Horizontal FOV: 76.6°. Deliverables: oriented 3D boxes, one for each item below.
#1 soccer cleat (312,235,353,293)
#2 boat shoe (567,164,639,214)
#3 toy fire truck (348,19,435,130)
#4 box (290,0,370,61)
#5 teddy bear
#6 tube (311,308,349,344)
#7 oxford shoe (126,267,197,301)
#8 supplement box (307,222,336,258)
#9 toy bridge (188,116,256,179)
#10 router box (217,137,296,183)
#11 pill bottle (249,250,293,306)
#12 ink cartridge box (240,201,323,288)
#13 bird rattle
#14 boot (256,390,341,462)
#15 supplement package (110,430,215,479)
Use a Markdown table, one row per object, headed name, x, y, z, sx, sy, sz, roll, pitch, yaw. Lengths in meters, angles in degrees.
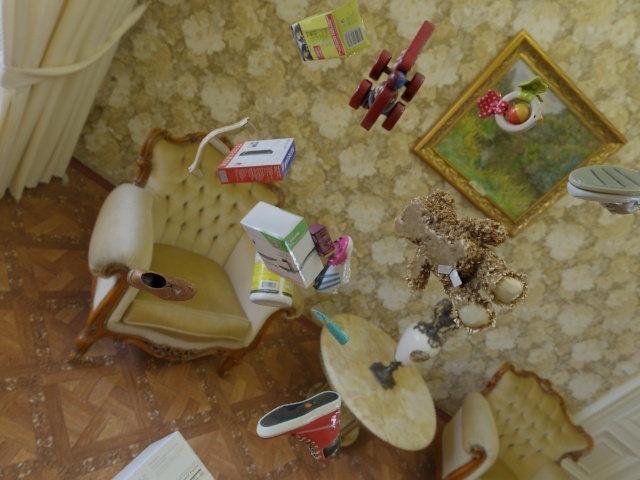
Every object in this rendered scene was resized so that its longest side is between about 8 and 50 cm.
| name | x | y | z | sx | sy | sz | roll | pitch | yaw |
| --- | --- | --- | --- | --- | --- | --- | --- | --- | --- |
| soccer cleat | 0.084 | 0.111 | 1.756 | 0.143 | 0.331 | 0.116 | 19 | 40 | -16 |
| boat shoe | 0.730 | -0.113 | 0.976 | 0.301 | 0.103 | 0.113 | -1 | 44 | -7 |
| toy fire truck | 0.227 | -0.499 | 1.259 | 0.169 | 0.302 | 0.254 | 33 | -9 | -2 |
| box | 0.014 | -0.422 | 0.832 | 0.232 | 0.058 | 0.087 | 41 | -20 | 58 |
| teddy bear | 0.307 | 0.040 | 0.912 | 0.113 | 0.245 | 0.338 | 8 | 23 | -41 |
| tube | 0.045 | 0.371 | 1.763 | 0.207 | 0.052 | 0.080 | 48 | -24 | -20 |
| oxford shoe | -0.441 | 0.135 | 1.169 | 0.212 | 0.076 | 0.076 | 25 | 69 | -45 |
| supplement box | 0.000 | 0.000 | 1.117 | 0.055 | 0.043 | 0.083 | 23 | -38 | 57 |
| toy bridge | -0.233 | -0.219 | 0.927 | 0.063 | 0.188 | 0.026 | 40 | 16 | -48 |
| router box | -0.294 | -0.385 | 1.940 | 0.336 | 0.300 | 0.082 | -78 | 163 | -56 |
| pill bottle | -0.204 | 0.120 | 1.821 | 0.187 | 0.187 | 0.334 | 23 | 65 | -41 |
| ink cartridge box | -0.100 | 0.016 | 1.115 | 0.160 | 0.093 | 0.220 | 22 | -31 | 34 |
| bird rattle | 0.762 | -0.525 | 1.598 | 0.143 | 0.253 | 0.207 | 9 | 64 | -67 |
| boot | -0.047 | 0.520 | 1.064 | 0.244 | 0.177 | 0.088 | -5 | 7 | -32 |
| supplement package | -0.391 | 0.562 | 0.838 | 0.145 | 0.204 | 0.261 | 53 | 40 | 2 |
